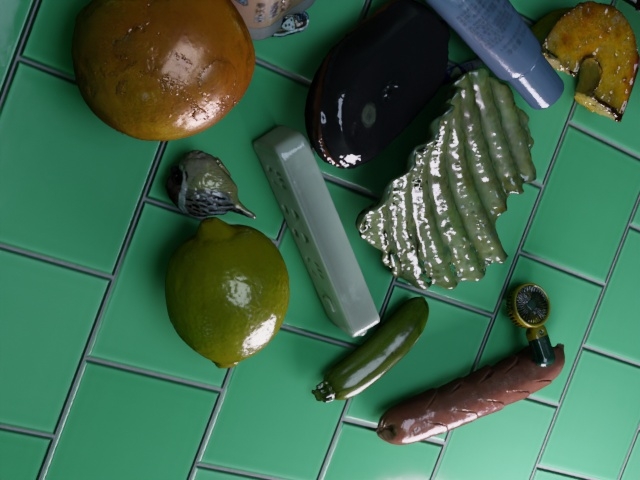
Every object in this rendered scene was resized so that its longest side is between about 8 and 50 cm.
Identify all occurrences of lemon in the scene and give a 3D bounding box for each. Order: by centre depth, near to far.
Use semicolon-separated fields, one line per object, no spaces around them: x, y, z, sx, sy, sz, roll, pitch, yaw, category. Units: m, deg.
-0.136;0.083;1.818;0.184;0.184;0.248;-19;120;-28;lemon

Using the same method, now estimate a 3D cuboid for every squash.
0.094;0.190;2.070;0.258;0.069;0.069;-42;122;-17;squash

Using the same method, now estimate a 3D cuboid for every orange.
-0.211;-0.246;1.637;0.240;0.240;0.240;-10;109;-31;orange

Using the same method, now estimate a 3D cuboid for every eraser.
-0.058;-0.397;1.678;0.171;0.290;0.087;-38;76;-17;eraser

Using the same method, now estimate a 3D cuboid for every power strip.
0.000;0.000;1.938;0.062;0.091;0.385;-33;119;-19;power strip

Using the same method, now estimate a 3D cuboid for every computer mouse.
0.078;-0.244;1.900;0.323;0.116;0.183;-46;135;-32;computer mouse

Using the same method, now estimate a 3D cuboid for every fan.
0.384;0.155;2.235;0.082;0.039;0.155;-14;84;-29;fan

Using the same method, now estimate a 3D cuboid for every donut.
0.468;-0.332;2.147;0.259;0.101;0.152;35;82;-34;donut

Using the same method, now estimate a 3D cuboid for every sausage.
0.284;0.273;2.209;0.433;0.088;0.088;-19;113;-28;sausage

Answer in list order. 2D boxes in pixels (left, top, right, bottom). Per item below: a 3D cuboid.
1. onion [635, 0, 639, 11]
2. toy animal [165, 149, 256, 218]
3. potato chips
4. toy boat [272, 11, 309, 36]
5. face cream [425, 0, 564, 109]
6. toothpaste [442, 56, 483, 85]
0.733;-0.413;2.189;0.347;0.285;0.348;4;84;-37;onion
-0.165;-0.065;1.805;0.098;0.098;0.137;-42;103;-17;toy animal
0.225;-0.098;2.028;0.389;0.097;0.373;34;84;-54;potato chips
-0.052;-0.323;1.844;0.083;0.038;0.038;-20;114;-29;toy boat
0.262;-0.350;1.956;0.385;0.086;0.136;42;76;-34;face cream
0.234;-0.284;2.060;0.083;0.015;0.024;-25;108;-20;toothpaste
